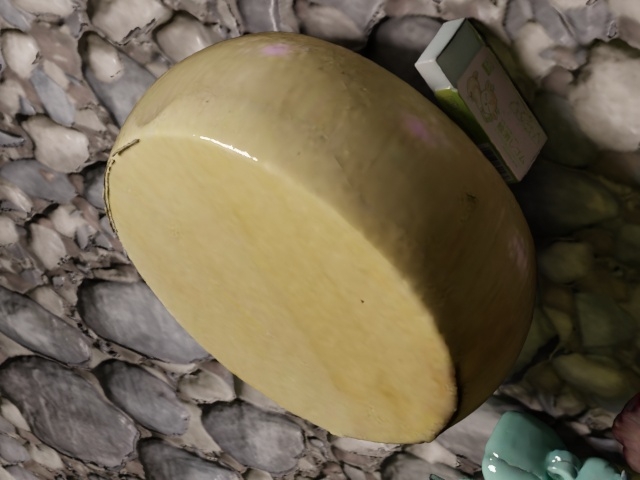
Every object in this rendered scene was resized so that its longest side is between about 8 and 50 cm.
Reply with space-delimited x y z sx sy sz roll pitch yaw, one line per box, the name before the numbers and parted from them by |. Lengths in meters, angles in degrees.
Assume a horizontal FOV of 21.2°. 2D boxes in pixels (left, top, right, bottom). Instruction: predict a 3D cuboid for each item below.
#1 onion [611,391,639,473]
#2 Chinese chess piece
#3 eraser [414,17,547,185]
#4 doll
onion | 0.293 0.141 0.895 0.314 0.146 0.280 48 166 -20
Chinese chess piece | 0.000 0.000 0.940 0.251 0.097 0.251 29 151 18
eraser | 0.083 -0.071 0.876 0.019 0.038 0.083 -8 127 49
doll | 0.145 0.177 1.098 0.159 0.059 0.158 -9 128 44
